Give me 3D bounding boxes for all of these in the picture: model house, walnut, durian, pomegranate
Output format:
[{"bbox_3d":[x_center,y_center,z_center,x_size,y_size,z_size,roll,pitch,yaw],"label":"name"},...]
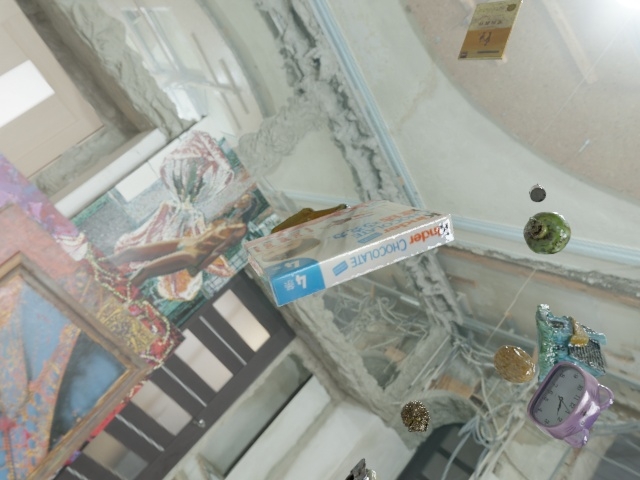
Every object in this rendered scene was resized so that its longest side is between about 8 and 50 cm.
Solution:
[{"bbox_3d":[0.920,0.385,1.581,0.240,0.261,0.226,2,-59,24],"label":"model house"},{"bbox_3d":[0.456,0.293,1.016,0.096,0.083,0.078,41,17,30],"label":"walnut"},{"bbox_3d":[0.005,0.008,1.190,0.238,0.174,0.268,-7,-21,28],"label":"model house"},{"bbox_3d":[0.244,0.452,1.115,0.080,0.080,0.091,47,15,-6],"label":"durian"},{"bbox_3d":[0.607,-0.024,1.175,0.161,0.122,0.122,16,2,-39],"label":"pomegranate"}]

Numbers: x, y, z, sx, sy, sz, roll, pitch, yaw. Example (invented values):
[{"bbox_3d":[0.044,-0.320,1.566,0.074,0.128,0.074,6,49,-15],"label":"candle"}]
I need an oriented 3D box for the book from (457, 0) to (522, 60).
[{"bbox_3d":[0.441,-0.549,1.128,0.118,0.172,0.012,15,-9,37],"label":"book"}]

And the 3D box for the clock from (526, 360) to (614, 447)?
[{"bbox_3d":[0.488,0.320,0.851,0.050,0.153,0.110,36,-3,-23],"label":"clock"}]

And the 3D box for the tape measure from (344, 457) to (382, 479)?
[{"bbox_3d":[0.078,0.631,0.912,0.271,0.231,0.133,54,7,-6],"label":"tape measure"}]

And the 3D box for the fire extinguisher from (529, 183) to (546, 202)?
[{"bbox_3d":[0.730,-0.158,1.455,0.050,0.177,0.062,5,-78,25],"label":"fire extinguisher"}]

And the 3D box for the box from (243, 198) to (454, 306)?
[{"bbox_3d":[0.026,0.002,0.694,0.265,0.273,0.048,-151,-136,-69],"label":"box"}]
